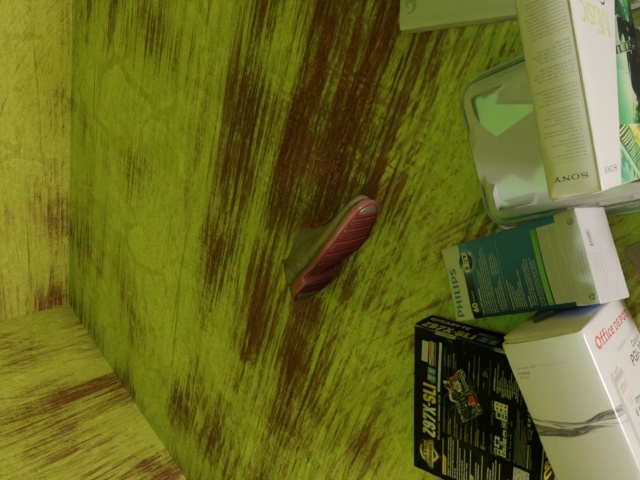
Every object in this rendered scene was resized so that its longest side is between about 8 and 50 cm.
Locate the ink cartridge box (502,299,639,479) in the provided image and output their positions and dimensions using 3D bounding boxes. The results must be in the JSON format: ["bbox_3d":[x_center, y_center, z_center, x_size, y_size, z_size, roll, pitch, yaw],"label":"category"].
[{"bbox_3d":[0.400,0.237,0.680,0.117,0.207,0.282,-26,82,45],"label":"ink cartridge box"}]

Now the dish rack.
[{"bbox_3d":[0.369,-0.164,0.710,0.333,0.072,0.285,-13,91,47],"label":"dish rack"}]

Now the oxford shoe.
[{"bbox_3d":[0.000,0.000,1.083,0.348,0.123,0.130,-50,60,38],"label":"oxford shoe"}]

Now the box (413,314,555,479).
[{"bbox_3d":[0.302,0.325,0.895,0.257,0.079,0.321,9,107,45],"label":"box"}]

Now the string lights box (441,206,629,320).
[{"bbox_3d":[0.320,0.047,0.755,0.260,0.077,0.133,-25,72,58],"label":"string lights box"}]

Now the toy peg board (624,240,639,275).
[{"bbox_3d":[0.510,0.050,0.616,0.161,0.079,0.161,-39,72,43],"label":"toy peg board"}]

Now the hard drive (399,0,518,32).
[{"bbox_3d":[0.284,-0.465,0.733,0.353,0.047,0.232,14,110,43],"label":"hard drive"}]

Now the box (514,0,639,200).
[{"bbox_3d":[0.304,-0.218,0.542,0.059,0.232,0.321,-6,96,47],"label":"box"}]
